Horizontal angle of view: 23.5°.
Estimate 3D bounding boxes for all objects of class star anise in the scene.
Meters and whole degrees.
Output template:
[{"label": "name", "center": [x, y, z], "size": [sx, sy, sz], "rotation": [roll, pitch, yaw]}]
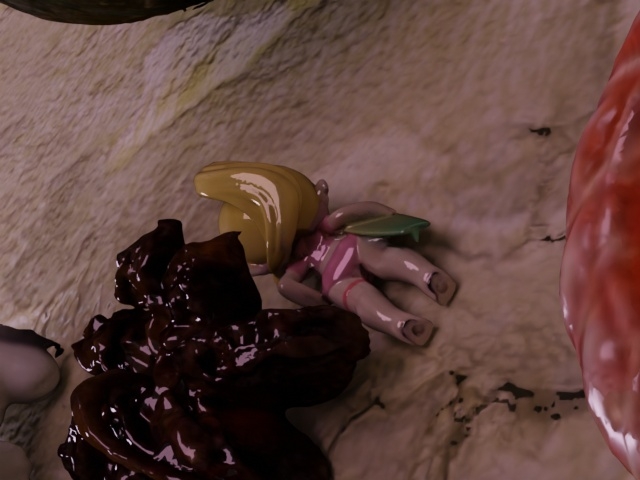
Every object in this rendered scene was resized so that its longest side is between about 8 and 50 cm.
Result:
[{"label": "star anise", "center": [-0.073, 0.083, 0.827], "size": [0.220, 0.126, 0.190], "rotation": [-30, 49, 47]}]

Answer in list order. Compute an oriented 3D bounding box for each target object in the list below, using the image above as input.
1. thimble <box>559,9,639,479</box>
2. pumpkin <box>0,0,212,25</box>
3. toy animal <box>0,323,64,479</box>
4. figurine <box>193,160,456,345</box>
[{"label": "thimble", "center": [0.196, -0.003, 0.475], "size": [0.239, 0.162, 0.239], "rotation": [-36, 40, 36]}, {"label": "pumpkin", "center": [-0.105, -0.343, 0.993], "size": [0.454, 0.344, 0.454], "rotation": [-53, 19, 27]}, {"label": "toy animal", "center": [-0.305, 0.173, 1.046], "size": [0.249, 0.174, 0.289], "rotation": [-46, 34, 25]}, {"label": "figurine", "center": [0.000, 0.000, 0.845], "size": [0.187, 0.083, 0.083], "rotation": [33, 95, 48]}]
